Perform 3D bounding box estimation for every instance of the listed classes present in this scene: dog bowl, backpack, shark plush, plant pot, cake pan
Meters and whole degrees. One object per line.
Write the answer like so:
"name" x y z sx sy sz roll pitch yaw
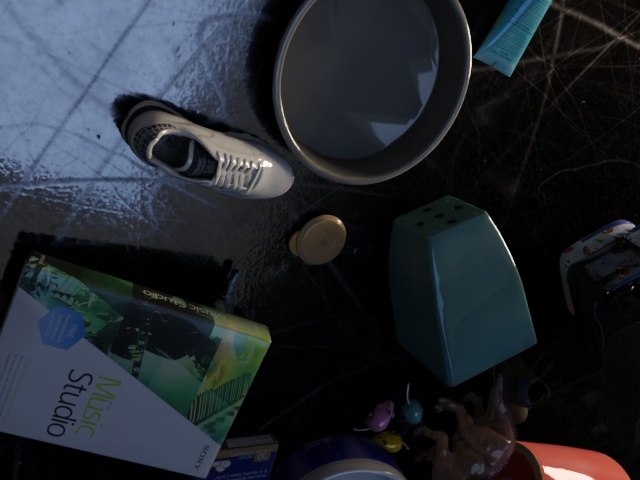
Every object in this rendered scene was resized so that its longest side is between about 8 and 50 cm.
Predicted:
"dog bowl" 0.032 0.474 1.214 0.265 0.104 0.264 -5 111 -14
"backpack" 0.579 0.086 1.266 0.264 0.213 0.276 -25 132 0
"shark plush" -0.141 0.116 1.013 0.067 0.073 0.161 -13 108 -51
"plant pot" 0.455 0.533 1.426 0.243 0.275 0.274 26 101 -25
"plant pot" 0.206 0.063 1.091 0.166 0.165 0.234 -23 116 -16
"cake pan" 0.064 -0.218 0.927 0.293 0.054 0.293 -12 120 -22

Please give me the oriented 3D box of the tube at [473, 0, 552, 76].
"tube" 0.297 -0.339 0.995 0.080 0.052 0.207 17 111 -29

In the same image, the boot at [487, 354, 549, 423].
"boot" 0.381 0.301 1.339 0.082 0.106 0.219 -32 125 -10

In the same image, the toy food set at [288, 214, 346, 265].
"toy food set" 0.000 0.000 1.029 0.083 0.020 0.083 -49 127 2

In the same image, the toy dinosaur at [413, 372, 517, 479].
"toy dinosaur" 0.278 0.391 1.259 0.295 0.200 0.127 -52 144 3

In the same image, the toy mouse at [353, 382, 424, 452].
"toy mouse" 0.139 0.324 1.268 0.161 0.031 0.143 16 107 -33

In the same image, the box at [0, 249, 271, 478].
"box" -0.255 0.172 0.916 0.322 0.058 0.232 20 105 -20

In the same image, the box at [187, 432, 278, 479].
"box" -0.158 0.424 1.162 0.137 0.036 0.225 2 115 -29

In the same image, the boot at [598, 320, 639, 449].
"boot" 0.582 0.194 1.158 0.223 0.118 0.338 -29 144 -12

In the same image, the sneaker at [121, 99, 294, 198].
"sneaker" -0.127 -0.093 0.868 0.235 0.095 0.090 14 106 -34
